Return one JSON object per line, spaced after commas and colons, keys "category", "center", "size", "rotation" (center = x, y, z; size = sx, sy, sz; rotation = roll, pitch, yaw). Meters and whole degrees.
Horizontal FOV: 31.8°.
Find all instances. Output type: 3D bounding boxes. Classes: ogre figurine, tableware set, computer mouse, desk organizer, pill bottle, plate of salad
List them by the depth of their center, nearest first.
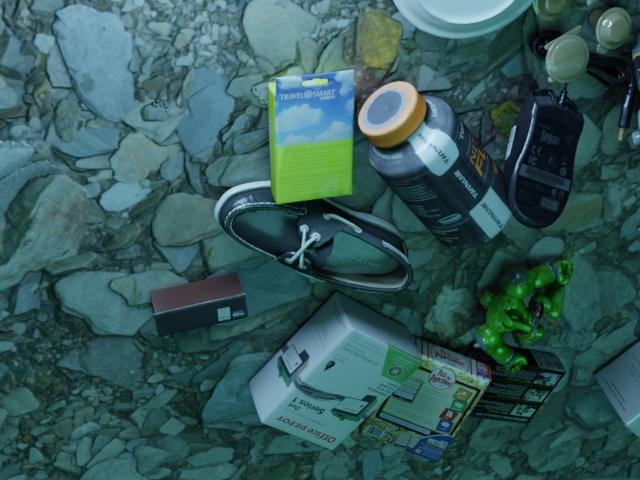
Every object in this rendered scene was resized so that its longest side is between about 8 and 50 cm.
{"category": "plate of salad", "center": [0.179, -0.335, 1.363], "size": [0.200, 0.048, 0.200], "rotation": [-3, 132, -4]}
{"category": "tableware set", "center": [0.339, -0.291, 1.451], "size": [0.141, 0.020, 0.168], "rotation": [-26, 118, -11]}
{"category": "pill bottle", "center": [0.149, -0.103, 1.488], "size": [0.130, 0.130, 0.246], "rotation": [-36, 131, 12]}
{"category": "computer mouse", "center": [0.332, -0.139, 1.521], "size": [0.184, 0.060, 0.262], "rotation": [10, 89, -25]}
{"category": "desk organizer", "center": [-0.172, 0.090, 1.586], "size": [0.130, 0.050, 0.047], "rotation": [-12, 131, -10]}
{"category": "ogre figurine", "center": [0.311, 0.112, 1.750], "size": [0.118, 0.097, 0.197], "rotation": [12, 131, -38]}

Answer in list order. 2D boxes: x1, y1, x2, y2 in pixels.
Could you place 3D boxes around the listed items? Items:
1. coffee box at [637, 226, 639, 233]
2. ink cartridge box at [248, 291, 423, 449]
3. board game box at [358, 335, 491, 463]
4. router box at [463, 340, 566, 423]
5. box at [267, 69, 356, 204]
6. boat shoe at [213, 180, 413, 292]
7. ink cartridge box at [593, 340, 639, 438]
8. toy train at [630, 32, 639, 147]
{"category": "coffee box", "center": [0.629, -0.037, 1.710], "size": [0.246, 0.141, 0.098], "rotation": [-44, 129, 16]}
{"category": "ink cartridge box", "center": [0.021, 0.204, 1.722], "size": [0.160, 0.092, 0.219], "rotation": [28, 114, -35]}
{"category": "board game box", "center": [0.167, 0.259, 1.821], "size": [0.147, 0.045, 0.193], "rotation": [22, 120, -9]}
{"category": "router box", "center": [0.303, 0.240, 1.885], "size": [0.179, 0.046, 0.133], "rotation": [13, 123, -28]}
{"category": "box", "center": [-0.012, -0.138, 1.448], "size": [0.109, 0.042, 0.178], "rotation": [-9, 122, -15]}
{"category": "boat shoe", "center": [0.000, 0.000, 1.546], "size": [0.302, 0.091, 0.114], "rotation": [11, 124, -27]}
{"category": "ink cartridge box", "center": [0.670, 0.228, 1.951], "size": [0.307, 0.129, 0.223], "rotation": [-41, 129, 14]}
{"category": "toy train", "center": [0.521, -0.149, 1.543], "size": [0.142, 0.190, 0.334], "rotation": [-16, 139, 26]}
